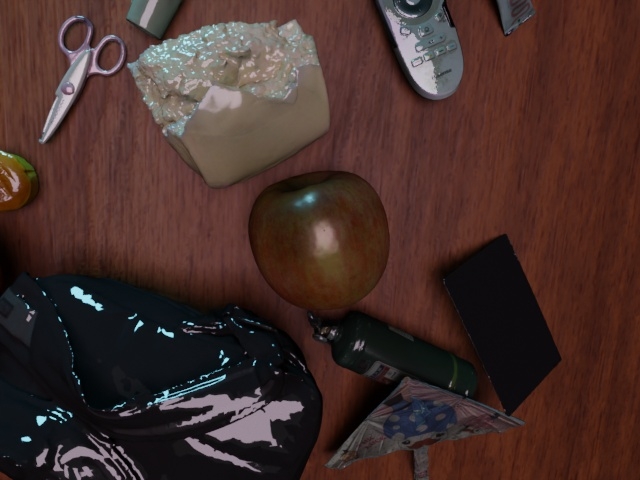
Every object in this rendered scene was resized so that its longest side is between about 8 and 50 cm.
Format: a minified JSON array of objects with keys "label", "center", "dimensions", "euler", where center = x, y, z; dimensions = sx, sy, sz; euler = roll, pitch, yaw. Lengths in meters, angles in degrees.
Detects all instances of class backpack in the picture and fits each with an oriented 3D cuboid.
[{"label":"backpack","center":[-0.231,0.227,0.576],"dimensions":[0.445,0.255,0.363],"euler":[23,89,1]}]

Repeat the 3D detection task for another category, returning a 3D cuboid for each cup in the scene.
[{"label":"cup","center":[-0.221,-0.317,0.580],"dimensions":[0.075,0.054,0.083],"euler":[28,98,-13]}]

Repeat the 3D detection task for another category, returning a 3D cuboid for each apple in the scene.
[{"label":"apple","center":[0.000,0.000,0.602],"dimensions":[0.188,0.188,0.174],"euler":[-15,107,-5]}]

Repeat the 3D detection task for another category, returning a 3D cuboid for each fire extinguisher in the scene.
[{"label":"fire extinguisher","center":[0.095,0.177,0.695],"dimensions":[0.294,0.118,0.093],"euler":[26,64,-13]}]

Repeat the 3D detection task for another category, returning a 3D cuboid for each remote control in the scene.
[{"label":"remote control","center":[0.131,-0.324,0.633],"dimensions":[0.097,0.045,0.256],"euler":[-23,99,-4]}]

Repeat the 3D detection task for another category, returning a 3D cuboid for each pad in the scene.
[{"label":"pad","center":[0.296,0.130,0.711],"dimensions":[0.163,0.004,0.243],"euler":[-29,97,-28]}]

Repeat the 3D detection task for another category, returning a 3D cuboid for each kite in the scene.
[{"label":"kite","center":[0.161,0.319,0.712],"dimensions":[0.335,0.011,0.314],"euler":[-13,123,4]}]

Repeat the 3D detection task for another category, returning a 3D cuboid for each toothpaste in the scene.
[{"label":"toothpaste","center":[0.248,-0.389,0.617],"dimensions":[0.056,0.036,0.205],"euler":[-38,125,4]}]

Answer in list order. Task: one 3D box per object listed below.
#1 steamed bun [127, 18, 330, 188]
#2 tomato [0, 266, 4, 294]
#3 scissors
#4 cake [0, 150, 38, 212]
[{"label":"steamed bun","center":[-0.099,-0.188,0.563],"dimensions":[0.225,0.170,0.200],"euler":[-29,98,-3]},{"label":"tomato","center":[-0.532,0.058,0.541],"dimensions":[0.259,0.180,0.260],"euler":[-1,101,-4]},{"label":"scissors","center":[-0.334,-0.207,0.600],"dimensions":[0.085,0.022,0.176],"euler":[29,92,-15]},{"label":"cake","center":[-0.428,-0.078,0.601],"dimensions":[0.084,0.044,0.084],"euler":[-1,99,-9]}]
